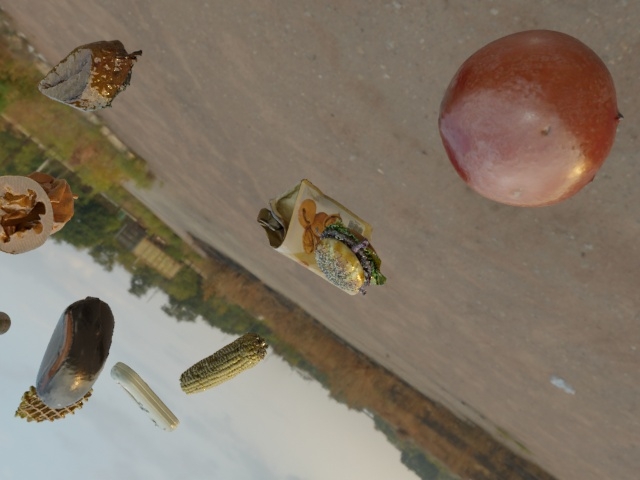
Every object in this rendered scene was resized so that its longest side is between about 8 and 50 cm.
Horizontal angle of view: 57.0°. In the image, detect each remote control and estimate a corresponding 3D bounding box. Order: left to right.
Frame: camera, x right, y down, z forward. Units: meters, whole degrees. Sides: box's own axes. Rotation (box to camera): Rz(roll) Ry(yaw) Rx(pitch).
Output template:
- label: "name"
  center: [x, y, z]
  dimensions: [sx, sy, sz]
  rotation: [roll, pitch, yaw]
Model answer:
- label: "remote control"
  center: [-0.395, 0.357, 1.327]
  dimensions: [0.078, 0.042, 0.221]
  rotation: [3, 132, 43]

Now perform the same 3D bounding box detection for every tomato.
- label: "tomato"
  center: [0.304, -0.182, 0.898]
  dimensions: [0.265, 0.265, 0.265]
  rotation: [37, 170, 7]

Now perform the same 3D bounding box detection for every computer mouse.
- label: "computer mouse"
  center: [-0.678, 0.318, 1.664]
  dimensions: [0.116, 0.324, 0.183]
  rotation: [14, 171, 26]

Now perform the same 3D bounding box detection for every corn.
- label: "corn"
  center: [-0.315, 0.408, 1.937]
  dimensions: [0.115, 0.317, 0.115]
  rotation: [59, -177, -6]

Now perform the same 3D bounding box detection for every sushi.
- label: "sushi"
  center: [-0.557, -0.376, 1.428]
  dimensions: [0.149, 0.287, 0.140]
  rotation: [60, -154, 0]

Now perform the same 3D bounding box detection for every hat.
- label: "hat"
  center: [-0.769, -0.095, 1.664]
  dimensions: [0.233, 0.244, 0.233]
  rotation: [27, -157, 12]

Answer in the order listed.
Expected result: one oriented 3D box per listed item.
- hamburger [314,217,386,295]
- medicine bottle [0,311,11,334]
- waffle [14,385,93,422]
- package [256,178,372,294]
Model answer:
- label: "hamburger"
  center: [0.060, 0.047, 1.314]
  dimensions: [0.189, 0.093, 0.164]
  rotation: [34, 153, 28]
- label: "medicine bottle"
  center: [-0.732, 0.185, 1.318]
  dimensions: [0.057, 0.058, 0.199]
  rotation: [38, 167, -2]
- label: "waffle"
  center: [-0.898, 0.537, 2.002]
  dimensions: [0.231, 0.229, 0.051]
  rotation: [13, -149, -46]
- label: "package"
  center: [-0.022, 0.000, 1.664]
  dimensions: [0.311, 0.222, 0.165]
  rotation: [30, 154, -36]
